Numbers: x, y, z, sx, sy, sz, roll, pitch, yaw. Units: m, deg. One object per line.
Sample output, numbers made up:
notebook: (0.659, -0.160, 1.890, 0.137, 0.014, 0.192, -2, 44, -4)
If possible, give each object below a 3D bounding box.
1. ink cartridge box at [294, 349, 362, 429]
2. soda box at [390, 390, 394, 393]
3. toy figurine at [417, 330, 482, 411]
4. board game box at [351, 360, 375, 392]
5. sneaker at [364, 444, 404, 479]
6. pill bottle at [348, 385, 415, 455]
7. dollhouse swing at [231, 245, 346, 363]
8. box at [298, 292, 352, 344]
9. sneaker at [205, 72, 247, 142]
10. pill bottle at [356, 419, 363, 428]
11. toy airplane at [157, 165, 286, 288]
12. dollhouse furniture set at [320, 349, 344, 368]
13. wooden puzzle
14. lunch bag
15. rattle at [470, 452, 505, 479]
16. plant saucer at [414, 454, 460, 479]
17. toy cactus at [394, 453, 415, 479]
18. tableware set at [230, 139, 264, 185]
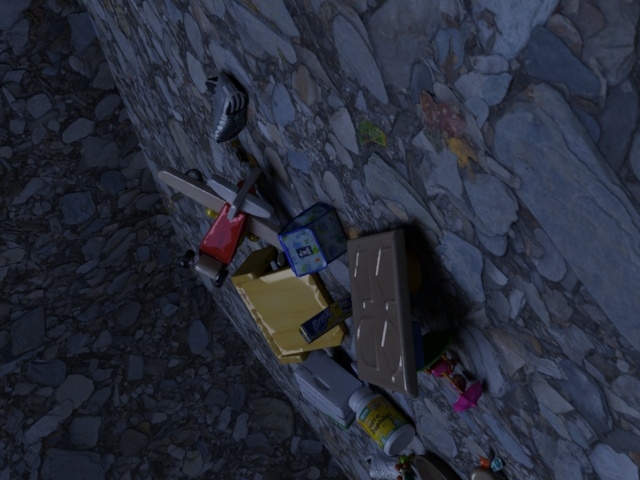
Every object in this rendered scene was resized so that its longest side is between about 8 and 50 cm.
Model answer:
ink cartridge box: (0.037, 0.511, 2.334, 0.211, 0.121, 0.289, 35, 160, 20)
soda box: (0.191, 0.330, 1.811, 0.063, 0.058, 0.183, 45, 158, 34)
toy figurine: (0.275, 0.290, 1.464, 0.159, 0.130, 0.173, 49, -175, -6)
board game box: (0.138, 0.449, 2.221, 0.090, 0.020, 0.090, 41, 157, 38)
sneaker: (0.238, 0.825, 2.444, 0.232, 0.115, 0.090, 19, 139, 63)
pill bottle: (0.184, 0.552, 2.110, 0.208, 0.117, 0.118, 43, 158, 38)
dollhouse swing: (-0.065, 0.182, 2.244, 0.347, 0.304, 0.315, 61, -156, -14)
box: (0.022, 0.216, 1.881, 0.054, 0.168, 0.059, 54, 163, 12)
sneaker: (-0.258, -0.363, 1.802, 0.132, 0.086, 0.229, 59, 153, 11)
pill bottle: (0.162, 0.581, 2.275, 0.087, 0.087, 0.160, 47, 160, 29)
toy airplane: (-0.243, -0.077, 1.968, 0.384, 0.272, 0.386, -7, 121, 26)
dollhouse furniture set: (0.032, 0.389, 2.400, 0.151, 0.059, 0.076, 44, 161, -25)
wooden puzzle: (0.142, 0.146, 1.438, 0.348, 0.080, 0.323, 164, 102, -76)
lunch bag: (-0.020, 0.001, 1.653, 0.096, 0.151, 0.129, 27, 145, 59)
rattle: (0.420, 0.581, 1.680, 0.130, 0.142, 0.200, -7, 102, 36)
plant saucer: (0.387, 0.758, 2.057, 0.278, 0.041, 0.278, 50, 162, 23)
toy cactus: (0.299, 0.781, 2.278, 0.219, 0.112, 0.180, 62, -179, -23)
tableware set: (-0.214, -0.227, 1.992, 0.154, 0.024, 0.104, 56, 162, 6)
